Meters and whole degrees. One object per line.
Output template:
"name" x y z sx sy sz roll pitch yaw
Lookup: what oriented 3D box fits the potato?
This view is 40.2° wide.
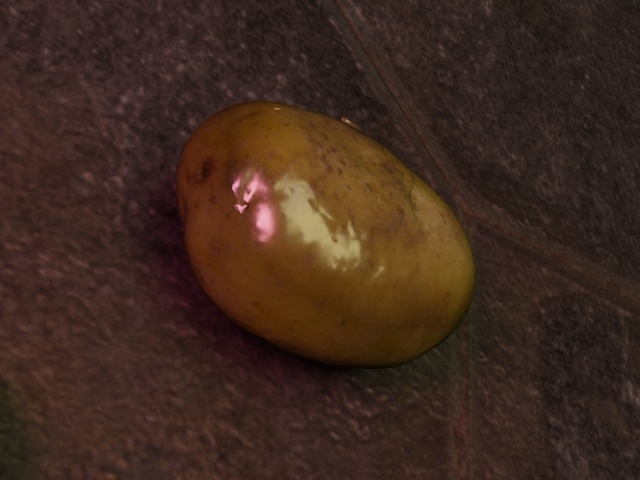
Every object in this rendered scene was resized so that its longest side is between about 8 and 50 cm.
"potato" 0.001 -0.001 0.666 0.228 0.148 0.197 10 72 -32
